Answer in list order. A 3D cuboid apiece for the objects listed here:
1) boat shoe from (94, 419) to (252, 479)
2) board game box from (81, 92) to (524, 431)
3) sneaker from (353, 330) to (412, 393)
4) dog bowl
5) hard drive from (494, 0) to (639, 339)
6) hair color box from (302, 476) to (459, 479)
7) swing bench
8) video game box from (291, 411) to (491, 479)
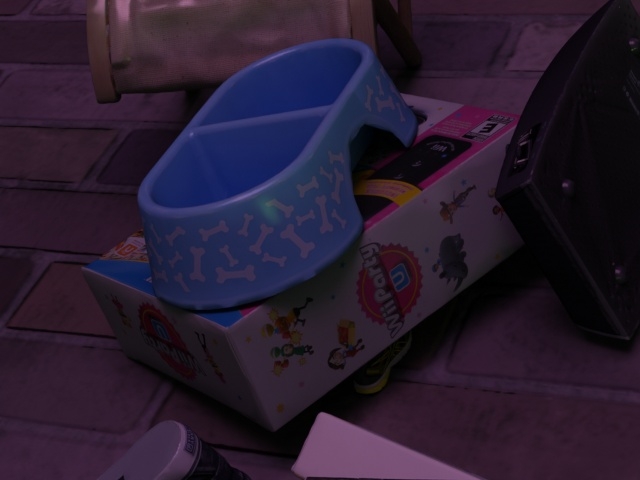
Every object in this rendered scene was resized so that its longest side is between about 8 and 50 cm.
[{"bbox_3d":[-0.132,0.204,1.033,0.183,0.083,0.065,-38,34,16],"label":"boat shoe"},{"bbox_3d":[0.000,0.000,1.181,0.303,0.098,0.224,-36,29,-25],"label":"board game box"},{"bbox_3d":[0.047,0.078,1.142,0.031,0.035,0.083,5,43,22],"label":"sneaker"},{"bbox_3d":[-0.035,-0.062,1.133,0.166,0.074,0.297,-6,31,27],"label":"dog bowl"},{"bbox_3d":[0.217,-0.060,1.156,0.054,0.172,0.255,-15,30,39],"label":"hard drive"},{"bbox_3d":[0.162,0.202,0.670,0.347,0.105,0.174,1,68,4],"label":"hair color box"},{"bbox_3d":[-0.054,-0.221,1.372,0.253,0.165,0.254,-4,7,13],"label":"swing bench"},{"bbox_3d":[0.114,0.171,0.880,0.205,0.187,0.048,18,84,38],"label":"video game box"}]
